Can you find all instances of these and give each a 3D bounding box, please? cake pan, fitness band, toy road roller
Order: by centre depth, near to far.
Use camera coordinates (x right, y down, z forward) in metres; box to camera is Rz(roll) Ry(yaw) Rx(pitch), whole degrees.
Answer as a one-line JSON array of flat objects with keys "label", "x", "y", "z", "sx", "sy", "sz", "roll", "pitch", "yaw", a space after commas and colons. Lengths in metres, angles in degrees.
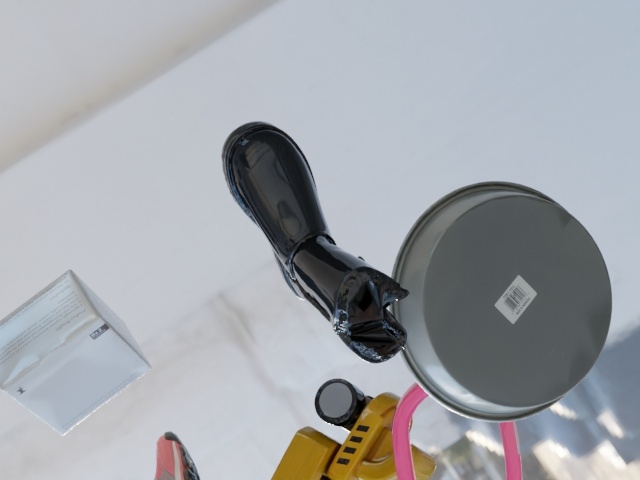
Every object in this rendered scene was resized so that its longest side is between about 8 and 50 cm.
[{"label": "cake pan", "x": 0.226, "y": 0.073, "z": 1.473, "sx": 0.293, "sy": 0.293, "sz": 0.054, "roll": 57, "pitch": 163, "yaw": -8}, {"label": "fitness band", "x": 0.227, "y": 0.357, "z": 2.048, "sx": 0.054, "sy": 0.209, "sz": 0.291, "roll": -55, "pitch": -43, "yaw": -75}, {"label": "toy road roller", "x": 0.073, "y": 0.451, "z": 2.433, "sx": 0.240, "sy": 0.330, "sz": 0.202, "roll": 28, "pitch": 174, "yaw": 32}]

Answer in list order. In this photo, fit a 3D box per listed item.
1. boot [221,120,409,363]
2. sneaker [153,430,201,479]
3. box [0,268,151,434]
[{"label": "boot", "x": 0.000, "y": 0.000, "z": 1.326, "sx": 0.207, "sy": 0.094, "sz": 0.247, "roll": 37, "pitch": 155, "yaw": 56}, {"label": "sneaker", "x": -0.255, "y": 0.454, "z": 1.950, "sx": 0.116, "sy": 0.136, "sz": 0.314, "roll": 77, "pitch": -177, "yaw": -62}, {"label": "box", "x": -0.388, "y": 0.172, "z": 1.874, "sx": 0.119, "sy": 0.181, "sz": 0.182, "roll": 51, "pitch": 176, "yaw": 37}]
